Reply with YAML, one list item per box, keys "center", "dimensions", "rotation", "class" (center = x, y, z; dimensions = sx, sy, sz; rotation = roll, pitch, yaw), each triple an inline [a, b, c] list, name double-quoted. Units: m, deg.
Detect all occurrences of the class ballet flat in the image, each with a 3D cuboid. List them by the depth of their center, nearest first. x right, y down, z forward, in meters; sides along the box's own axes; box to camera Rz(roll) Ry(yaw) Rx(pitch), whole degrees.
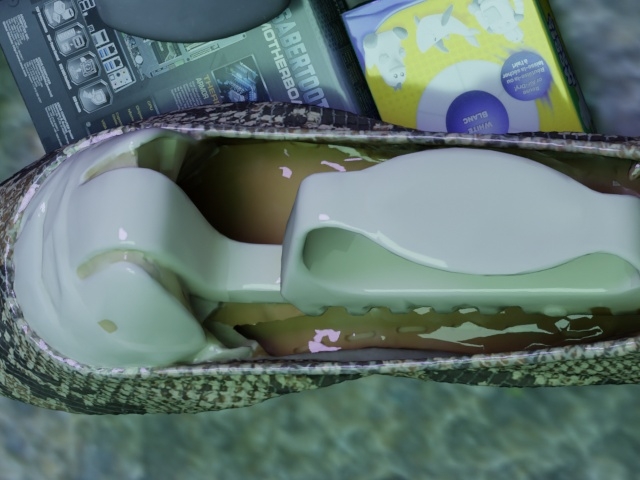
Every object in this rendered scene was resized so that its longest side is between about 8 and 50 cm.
- center: [0.000, 0.000, 0.922]
  dimensions: [0.482, 0.182, 0.164]
  rotation: [-1, 80, 15]
  class: "ballet flat"

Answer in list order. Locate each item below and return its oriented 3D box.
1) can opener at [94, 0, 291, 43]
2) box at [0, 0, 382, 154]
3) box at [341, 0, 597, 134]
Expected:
- center: [0.018, -0.168, 0.964]
  dimensions: [0.283, 0.076, 0.095]
  rotation: [-9, 128, 2]
  class: "can opener"
- center: [-0.058, -0.061, 1.054]
  dimensions: [0.183, 0.059, 0.233]
  rotation: [-21, 97, 20]
  class: "box"
- center: [0.092, -0.059, 1.014]
  dimensions: [0.105, 0.043, 0.179]
  rotation: [-20, 100, 19]
  class: "box"
